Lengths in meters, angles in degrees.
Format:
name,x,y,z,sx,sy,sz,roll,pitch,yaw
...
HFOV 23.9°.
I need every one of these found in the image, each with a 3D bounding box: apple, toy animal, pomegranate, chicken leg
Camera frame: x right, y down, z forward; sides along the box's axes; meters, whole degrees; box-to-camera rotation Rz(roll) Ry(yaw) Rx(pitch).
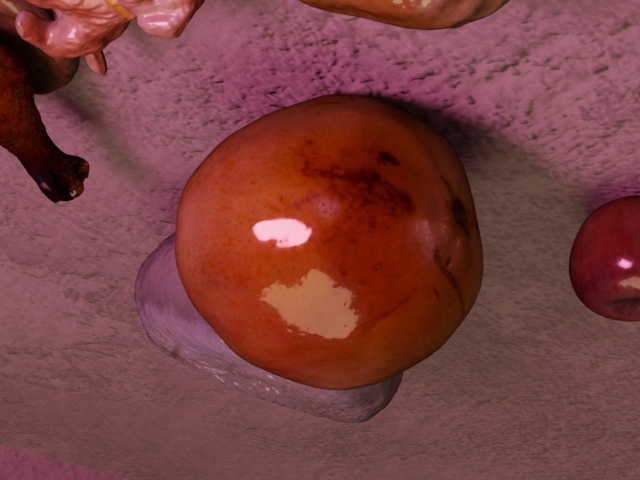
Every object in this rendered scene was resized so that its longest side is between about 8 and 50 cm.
name,x,y,z,sx,sy,sz,roll,pitch,yaw
apple,0.339,0.019,1.588,0.153,0.120,0.153,5,157,2
toy animal,-0.166,-0.209,1.345,0.185,0.104,0.184,-5,150,22
pomegranate,0.000,0.000,1.505,0.319,0.319,0.319,10,156,4
chicken leg,-0.359,-0.141,1.490,0.158,0.095,0.407,-12,148,37

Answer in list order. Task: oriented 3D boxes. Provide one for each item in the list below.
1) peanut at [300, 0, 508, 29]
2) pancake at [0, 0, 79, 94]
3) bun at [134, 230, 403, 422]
name,x,y,z,sx,sy,sz,roll,pitch,yaw
peanut,0.049,-0.230,1.162,0.224,0.129,0.129,5,155,8
pancake,-0.359,-0.202,1.514,0.236,0.042,0.222,17,152,-14
bun,-0.053,0.086,1.808,0.355,0.194,0.354,22,166,6
